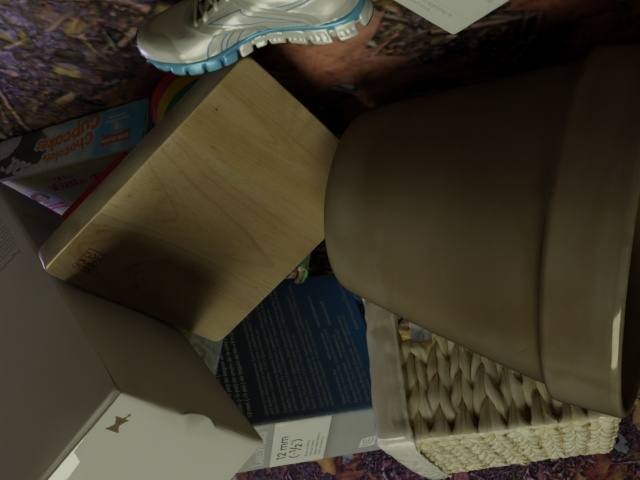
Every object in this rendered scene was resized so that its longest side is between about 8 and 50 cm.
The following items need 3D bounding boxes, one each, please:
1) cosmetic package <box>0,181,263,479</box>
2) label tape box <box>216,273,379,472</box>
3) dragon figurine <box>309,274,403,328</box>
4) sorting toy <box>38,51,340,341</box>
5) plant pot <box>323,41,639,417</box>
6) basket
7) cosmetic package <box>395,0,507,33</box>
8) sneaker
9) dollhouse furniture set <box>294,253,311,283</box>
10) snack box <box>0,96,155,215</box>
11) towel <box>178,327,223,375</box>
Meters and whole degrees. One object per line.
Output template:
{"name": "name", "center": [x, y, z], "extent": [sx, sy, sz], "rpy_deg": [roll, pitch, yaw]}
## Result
{"name": "cosmetic package", "center": [-0.244, 0.114, 0.803], "extent": [0.155, 0.365, 0.197], "rpy_deg": [-49, 136, 3]}
{"name": "label tape box", "center": [-0.100, 0.182, 1.115], "extent": [0.348, 0.249, 0.115], "rpy_deg": [-6, 134, -15]}
{"name": "dragon figurine", "center": [0.062, 0.130, 1.379], "extent": [0.289, 0.085, 0.144], "rpy_deg": [15, 154, -30]}
{"name": "sorting toy", "center": [-0.108, -0.046, 0.800], "extent": [0.255, 0.089, 0.257], "rpy_deg": [-45, 144, 8]}
{"name": "plant pot", "center": [0.168, -0.021, 0.762], "extent": [0.280, 0.323, 0.323], "rpy_deg": [7, 163, 28]}
{"name": "basket", "center": [0.212, 0.111, 1.022], "extent": [0.266, 0.328, 0.331], "rpy_deg": [-11, 156, 15]}
{"name": "cosmetic package", "center": [0.124, -0.229, 0.484], "extent": [0.117, 0.085, 0.231], "rpy_deg": [17, 151, -37]}
{"name": "sneaker", "center": [-0.060, -0.188, 0.622], "extent": [0.191, 0.071, 0.083], "rpy_deg": [-13, 150, 10]}
{"name": "dollhouse furniture set", "center": [0.000, 0.000, 1.067], "extent": [0.059, 0.076, 0.151], "rpy_deg": [3, 157, -5]}
{"name": "snack box", "center": [-0.272, -0.060, 0.935], "extent": [0.322, 0.060, 0.187], "rpy_deg": [-10, 154, 25]}
{"name": "towel", "center": [-0.272, 0.112, 1.022], "extent": [0.374, 0.320, 0.090], "rpy_deg": [-12, 145, 28]}
